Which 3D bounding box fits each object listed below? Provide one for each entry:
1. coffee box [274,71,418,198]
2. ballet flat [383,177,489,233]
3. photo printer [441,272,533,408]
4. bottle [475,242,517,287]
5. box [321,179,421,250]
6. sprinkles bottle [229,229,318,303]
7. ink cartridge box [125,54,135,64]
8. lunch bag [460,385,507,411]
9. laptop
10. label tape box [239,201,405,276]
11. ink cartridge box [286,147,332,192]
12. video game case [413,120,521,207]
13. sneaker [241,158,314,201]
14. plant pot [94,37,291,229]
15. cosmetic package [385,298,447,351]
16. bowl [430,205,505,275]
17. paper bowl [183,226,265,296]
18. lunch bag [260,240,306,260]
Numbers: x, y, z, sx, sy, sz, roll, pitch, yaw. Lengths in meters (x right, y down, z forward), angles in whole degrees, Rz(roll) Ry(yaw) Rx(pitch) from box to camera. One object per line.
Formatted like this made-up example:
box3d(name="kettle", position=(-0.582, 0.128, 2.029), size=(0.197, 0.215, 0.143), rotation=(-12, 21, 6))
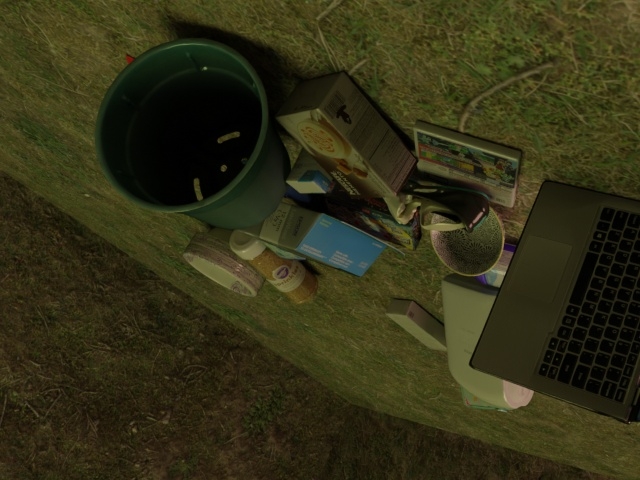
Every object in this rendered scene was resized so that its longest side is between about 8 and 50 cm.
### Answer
box3d(name="coffee box", position=(0.052, -0.194, 1.433), size=(0.246, 0.098, 0.141), rotation=(45, 156, -30))
box3d(name="ballet flat", position=(0.202, -0.077, 1.506), size=(0.280, 0.096, 0.095), rotation=(17, 165, 37))
box3d(name="photo printer", position=(0.404, 0.246, 1.810), size=(0.107, 0.307, 0.256), rotation=(-12, -167, -23))
box3d(name="bottle", position=(0.475, 0.076, 1.615), size=(0.283, 0.092, 0.118), rotation=(17, 160, 27))
box3d(name="box", position=(0.124, -0.062, 1.791), size=(0.233, 0.044, 0.159), rotation=(20, 160, 19))
box3d(name="sprinkles bottle", position=(-0.142, 0.073, 2.372), size=(0.121, 0.121, 0.355), rotation=(10, 155, 40))
box3d(name="ink cartridge box", position=(-0.351, -0.321, 1.734), size=(0.225, 0.056, 0.181), rotation=(23, 160, 5))
box3d(name="lunch bag", position=(0.486, 0.335, 2.014), size=(0.160, 0.262, 0.223), rotation=(31, 161, -12))
box3d(name="laptop", position=(0.469, 0.053, 1.123), size=(0.408, 0.382, 0.236), rotation=(17, 158, 27))
box3d(name="label tape box", position=(0.000, 0.000, 1.866), size=(0.249, 0.115, 0.348), rotation=(24, 177, -43))
box3d(name="ink cartridge box", position=(-0.007, -0.164, 1.583), size=(0.088, 0.122, 0.052), rotation=(5, 155, 48))
box3d(name="video game case", position=(0.277, -0.143, 1.417), size=(0.201, 0.023, 0.183), rotation=(21, 160, 19))
box3d(name="sneaker", position=(-0.120, -0.132, 1.876), size=(0.209, 0.082, 0.069), rotation=(26, 159, -1))
box3d(name="plant pot", position=(-0.221, -0.180, 1.524), size=(0.341, 0.341, 0.334), rotation=(21, 173, 18))
box3d(name="cosmetic package", position=(0.322, 0.270, 2.364), size=(0.239, 0.060, 0.099), rotation=(39, 156, -31))
box3d(name="bowl", position=(0.321, -0.018, 1.552), size=(0.170, 0.170, 0.080), rotation=(13, -158, 37))
box3d(name="paper bowl", position=(-0.303, 0.060, 2.492), size=(0.284, 0.148, 0.284), rotation=(27, 163, 9))
box3d(name="lunch bag", position=(-0.117, -0.007, 2.172), size=(0.151, 0.096, 0.129), rotation=(-3, 147, 38))
